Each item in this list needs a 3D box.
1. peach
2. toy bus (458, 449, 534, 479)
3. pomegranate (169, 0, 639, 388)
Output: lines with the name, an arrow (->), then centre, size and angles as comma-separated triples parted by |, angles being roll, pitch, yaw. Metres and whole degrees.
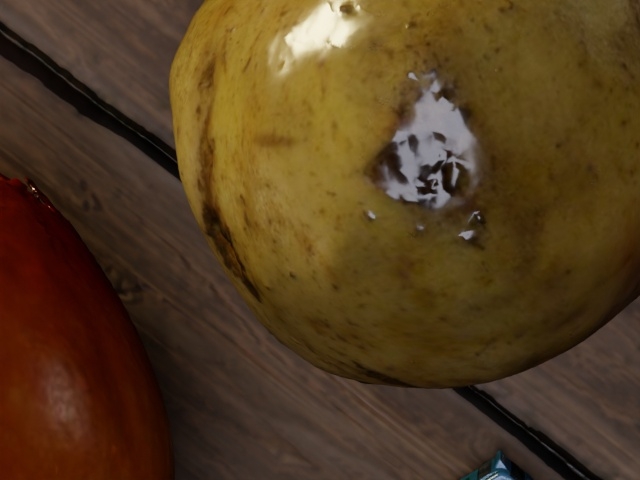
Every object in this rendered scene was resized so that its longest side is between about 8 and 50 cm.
peach -> -0.245, 0.112, 0.790 | 0.370, 0.370, 0.370 | 2, 103, 7
toy bus -> 0.096, 0.171, 0.899 | 0.083, 0.038, 0.046 | -35, 94, 13
pomegranate -> 0.059, -0.060, 0.738 | 0.281, 0.281, 0.281 | 2, 103, 7
